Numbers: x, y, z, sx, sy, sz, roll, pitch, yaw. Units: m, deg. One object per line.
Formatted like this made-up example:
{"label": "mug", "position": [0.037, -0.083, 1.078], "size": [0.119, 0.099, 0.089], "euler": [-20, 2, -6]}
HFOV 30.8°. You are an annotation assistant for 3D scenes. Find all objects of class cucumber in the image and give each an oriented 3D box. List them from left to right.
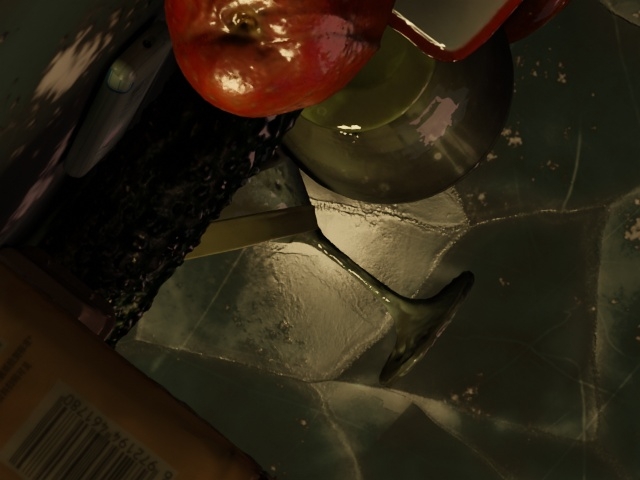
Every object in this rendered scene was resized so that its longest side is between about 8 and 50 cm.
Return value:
{"label": "cucumber", "position": [-0.115, -0.020, 0.796], "size": [0.359, 0.096, 0.096], "euler": [-44, -174, 39]}

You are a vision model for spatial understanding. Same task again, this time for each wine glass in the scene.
{"label": "wine glass", "position": [0.000, 0.000, 1.623], "size": [0.267, 0.406, 0.267], "euler": [-53, -179, 2]}

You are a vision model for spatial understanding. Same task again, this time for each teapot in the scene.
{"label": "teapot", "position": [0.006, -0.157, 1.046], "size": [0.239, 0.321, 0.240], "euler": [11, 80, -76]}

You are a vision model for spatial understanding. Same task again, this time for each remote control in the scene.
{"label": "remote control", "position": [-0.119, -0.080, 0.679], "size": [0.053, 0.018, 0.124], "euler": [-54, -175, -35]}

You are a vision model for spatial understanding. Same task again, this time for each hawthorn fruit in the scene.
{"label": "hawthorn fruit", "position": [-0.023, -0.118, 0.578], "size": [0.128, 0.128, 0.128], "euler": [-50, -177, 3]}

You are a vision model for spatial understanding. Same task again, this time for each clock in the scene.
{"label": "clock", "position": [-0.116, 0.002, 1.094], "size": [0.234, 0.029, 0.235], "euler": [-11, -179, 0]}

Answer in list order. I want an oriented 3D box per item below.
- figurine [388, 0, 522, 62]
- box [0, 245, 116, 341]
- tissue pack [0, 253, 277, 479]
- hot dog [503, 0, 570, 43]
{"label": "figurine", "position": [0.098, -0.268, 0.832], "size": [0.183, 0.160, 0.226], "euler": [-48, -168, 26]}
{"label": "box", "position": [-0.204, 0.067, 0.757], "size": [0.122, 0.089, 0.062], "euler": [-51, 173, -9]}
{"label": "tissue pack", "position": [-0.195, 0.190, 0.637], "size": [0.305, 0.238, 0.238], "euler": [-51, -177, -13]}
{"label": "hot dog", "position": [0.191, -0.338, 1.182], "size": [0.405, 0.223, 0.185], "euler": [-49, 180, 41]}
